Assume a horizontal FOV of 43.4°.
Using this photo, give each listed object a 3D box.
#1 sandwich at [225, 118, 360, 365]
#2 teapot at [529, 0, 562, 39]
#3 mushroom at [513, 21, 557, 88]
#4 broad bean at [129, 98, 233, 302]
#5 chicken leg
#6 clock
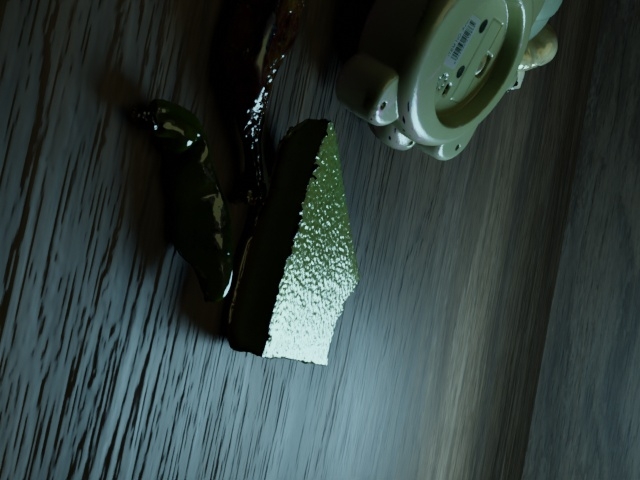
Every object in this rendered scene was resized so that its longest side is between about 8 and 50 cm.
[{"bbox_3d":[-0.011,0.013,0.884,0.212,0.063,0.245,30,76,-66],"label":"sandwich"},{"bbox_3d":[0.239,-0.391,1.179,0.318,0.149,0.220,-13,98,-37],"label":"teapot"},{"bbox_3d":[0.323,-0.320,1.366,0.154,0.154,0.122,-34,122,-57],"label":"mushroom"},{"bbox_3d":[-0.109,-0.039,0.683,0.061,0.046,0.195,-44,133,-35],"label":"broad bean"},{"bbox_3d":[-0.057,-0.157,0.751,0.106,0.051,0.253,1,100,-70],"label":"chicken leg"},{"bbox_3d":[0.152,-0.244,0.999,0.309,0.114,0.284,0,122,-59],"label":"clock"}]
